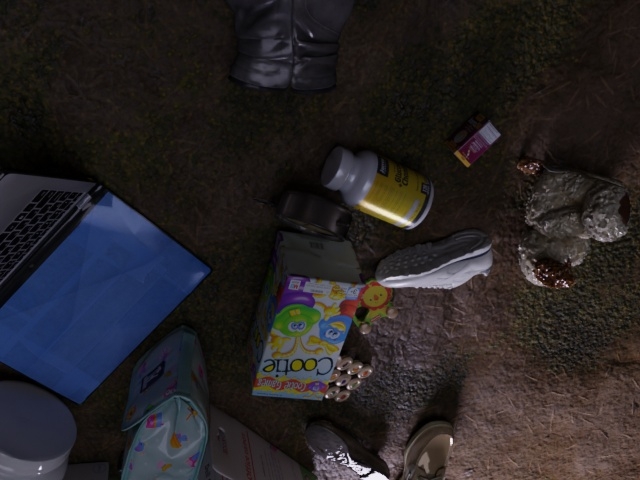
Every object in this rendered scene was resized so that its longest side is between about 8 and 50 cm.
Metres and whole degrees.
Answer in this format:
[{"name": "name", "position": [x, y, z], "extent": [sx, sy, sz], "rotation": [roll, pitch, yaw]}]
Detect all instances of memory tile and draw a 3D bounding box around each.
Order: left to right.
[{"name": "memory tile", "position": [0.036, 0.283, 1.430], "extent": [0.113, 0.012, 0.148], "rotation": [-48, 135, 13]}]

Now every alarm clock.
[{"name": "alarm clock", "position": [-0.029, -0.050, 1.205], "extent": [0.192, 0.129, 0.064], "rotation": [15, 82, 14]}]

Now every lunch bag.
[{"name": "lunch bag", "position": [-0.279, 0.317, 1.281], "extent": [0.160, 0.223, 0.262], "rotation": [10, 115, -11]}]

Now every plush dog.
[{"name": "plush dog", "position": [0.438, -0.021, 1.286], "extent": [0.210, 0.262, 0.225], "rotation": [19, 105, 15]}]

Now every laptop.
[{"name": "laptop", "position": [-0.441, 0.108, 1.122], "extent": [0.236, 0.408, 0.382], "rotation": [45, 97, 5]}]

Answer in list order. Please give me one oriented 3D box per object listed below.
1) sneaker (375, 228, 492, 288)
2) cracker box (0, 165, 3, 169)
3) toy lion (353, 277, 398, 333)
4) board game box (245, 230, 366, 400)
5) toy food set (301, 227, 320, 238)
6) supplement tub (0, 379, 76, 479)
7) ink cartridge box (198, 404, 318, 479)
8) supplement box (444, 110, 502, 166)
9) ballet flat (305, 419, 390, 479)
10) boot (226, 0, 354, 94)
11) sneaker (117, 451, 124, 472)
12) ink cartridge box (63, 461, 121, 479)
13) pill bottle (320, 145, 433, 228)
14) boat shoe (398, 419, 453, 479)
[{"name": "sneaker", "position": [0.222, 0.058, 1.339], "extent": [0.235, 0.090, 0.095], "rotation": [-14, 129, -4]}, {"name": "cracker box", "position": [-0.612, -0.124, 1.062], "extent": [0.155, 0.067, 0.232], "rotation": [-32, 120, 5]}, {"name": "toy lion", "position": [0.101, 0.123, 1.376], "extent": [0.100, 0.034, 0.096], "rotation": [-32, 113, 6]}, {"name": "board game box", "position": [-0.036, 0.142, 1.275], "extent": [0.144, 0.142, 0.275], "rotation": [8, 122, -16]}, {"name": "toy food set", "position": [0.000, 0.000, 1.291], "extent": [0.082, 0.020, 0.083], "rotation": [17, 112, -21]}, {"name": "supplement tub", "position": [-0.607, 0.436, 1.271], "extent": [0.228, 0.228, 0.316], "rotation": [27, 109, -24]}, {"name": "ink cartridge box", "position": [-0.141, 0.512, 1.427], "extent": [0.119, 0.207, 0.353], "rotation": [-41, 117, 9]}, {"name": "supplement box", "position": [0.271, -0.180, 1.235], "extent": [0.083, 0.055, 0.043], "rotation": [-44, 118, 11]}, {"name": "ballet flat", "position": [0.064, 0.464, 1.541], "extent": [0.250, 0.058, 0.084], "rotation": [39, 126, -21]}, {"name": "boot", "position": [-0.113, -0.335, 1.038], "extent": [0.338, 0.118, 0.223], "rotation": [10, 120, -13]}, {"name": "sneaker", "position": [-0.338, 0.459, 1.439], "extent": [0.162, 0.063, 0.073], "rotation": [-11, 123, -7]}, {"name": "ink cartridge box", "position": [-0.429, 0.522, 1.389], "extent": [0.235, 0.171, 0.056], "rotation": [-1, 118, -12]}, {"name": "pill bottle", "position": [0.098, -0.096, 1.214], "extent": [0.184, 0.103, 0.103], "rotation": [21, 111, -22]}, {"name": "boat shoe", "position": [0.240, 0.548, 1.593], "extent": [0.109, 0.098, 0.302], "rotation": [11, 115, -18]}]
